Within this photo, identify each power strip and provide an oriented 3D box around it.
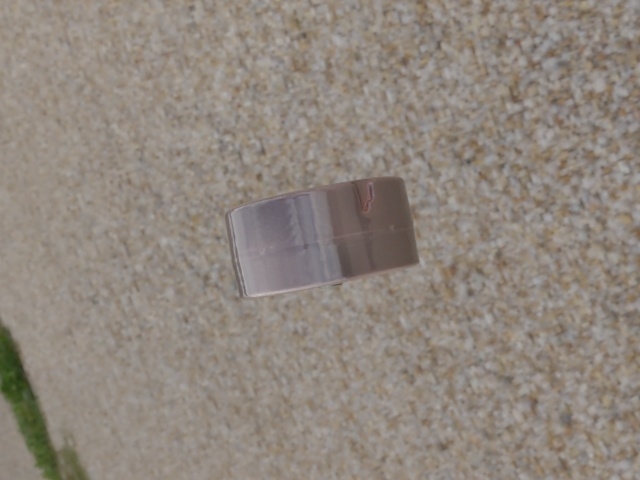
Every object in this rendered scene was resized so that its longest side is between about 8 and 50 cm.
[{"bbox_3d":[0.000,0.000,0.885,0.154,0.154,0.078,-15,86,63],"label":"power strip"}]
